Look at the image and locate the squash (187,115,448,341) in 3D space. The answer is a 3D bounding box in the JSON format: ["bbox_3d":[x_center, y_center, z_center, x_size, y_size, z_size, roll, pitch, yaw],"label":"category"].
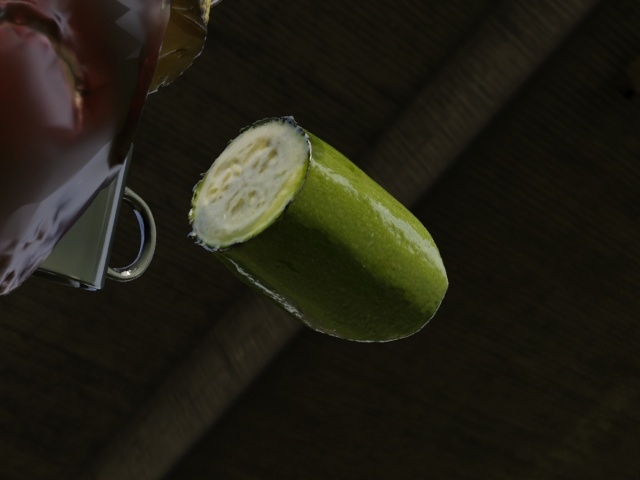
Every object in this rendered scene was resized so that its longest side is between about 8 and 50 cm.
[{"bbox_3d":[0.000,0.000,1.330,0.189,0.189,0.260,-44,-51,12],"label":"squash"}]

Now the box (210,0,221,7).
[{"bbox_3d":[-0.158,-0.320,1.164,0.088,0.200,0.146,-23,-33,-37],"label":"box"}]

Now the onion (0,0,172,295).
[{"bbox_3d":[-0.161,-0.059,0.376,0.206,0.207,0.216,17,-66,-20],"label":"onion"}]

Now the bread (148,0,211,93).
[{"bbox_3d":[-0.152,-0.172,0.683,0.132,0.114,0.190,-31,-45,31],"label":"bread"}]

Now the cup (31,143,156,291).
[{"bbox_3d":[-0.126,-0.018,0.581,0.100,0.078,0.077,21,-100,-33],"label":"cup"}]
